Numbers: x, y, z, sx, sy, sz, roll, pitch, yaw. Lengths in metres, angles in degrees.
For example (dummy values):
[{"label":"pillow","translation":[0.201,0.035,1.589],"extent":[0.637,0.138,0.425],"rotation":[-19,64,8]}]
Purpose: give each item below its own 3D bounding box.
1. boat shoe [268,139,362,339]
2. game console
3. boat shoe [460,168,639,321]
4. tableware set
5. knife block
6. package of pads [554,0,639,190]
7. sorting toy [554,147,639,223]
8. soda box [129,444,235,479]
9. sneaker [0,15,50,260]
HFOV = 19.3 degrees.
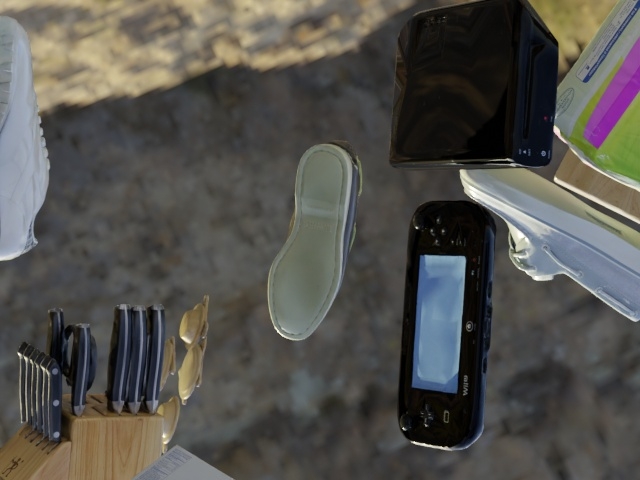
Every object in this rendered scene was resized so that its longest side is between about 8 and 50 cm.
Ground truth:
[{"label":"boat shoe","translation":[0.000,0.000,2.095],"extent":[0.069,0.081,0.227],"rotation":[-29,135,-67]},{"label":"game console","translation":[0.113,-0.012,1.511],"extent":[0.044,0.361,0.213],"rotation":[4,179,-24]},{"label":"boat shoe","translation":[0.214,0.004,1.695],"extent":[0.081,0.227,0.079],"rotation":[-58,-168,18]},{"label":"tableware set","translation":[-0.160,0.148,2.139],"extent":[0.020,0.141,0.168],"rotation":[16,134,-20]},{"label":"knife block","translation":[-0.197,0.198,1.798],"extent":[0.242,0.275,0.088],"rotation":[-45,-150,-14]},{"label":"package of pads","translation":[0.360,-0.135,1.731],"extent":[0.296,0.101,0.229],"rotation":[20,109,-47]},{"label":"sorting toy","translation":[0.374,-0.100,2.307],"extent":[0.274,0.132,0.046],"rotation":[-60,171,-21]},{"label":"soda box","translation":[-0.048,0.237,1.362],"extent":[0.069,0.216,0.074],"rotation":[-34,140,-39]},{"label":"sneaker","translation":[-0.299,-0.096,1.765],"extent":[0.090,0.235,0.095],"rotation":[21,-162,37]}]
